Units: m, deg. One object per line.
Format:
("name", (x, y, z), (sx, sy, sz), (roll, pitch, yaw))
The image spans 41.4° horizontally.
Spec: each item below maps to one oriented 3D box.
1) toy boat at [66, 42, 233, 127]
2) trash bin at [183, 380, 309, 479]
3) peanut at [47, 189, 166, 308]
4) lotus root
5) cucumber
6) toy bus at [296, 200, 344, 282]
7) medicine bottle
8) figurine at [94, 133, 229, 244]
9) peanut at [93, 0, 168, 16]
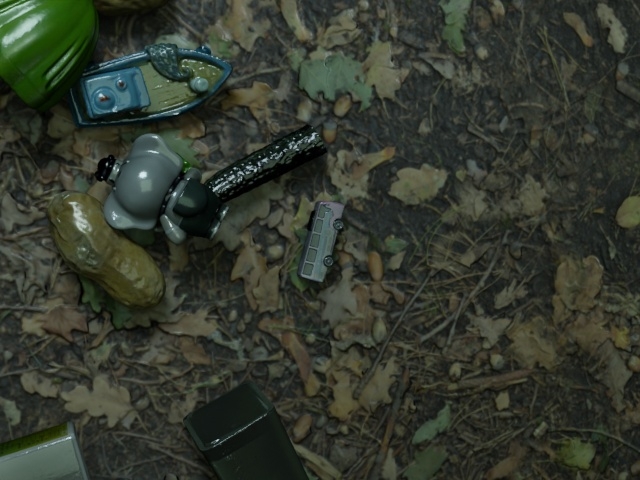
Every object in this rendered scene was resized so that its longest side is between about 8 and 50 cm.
("toy boat", (-0.241, -0.225, 1.215), (0.238, 0.098, 0.109), (-16, 101, -17))
("trash bin", (-0.087, 0.356, 1.269), (0.122, 0.164, 0.240), (-29, 102, -14))
("peanut", (-0.309, 0.019, 1.217), (0.099, 0.099, 0.214), (-48, 112, -10))
("lotus root", (-0.357, -0.285, 1.116), (0.186, 0.186, 0.186), (-1, 94, -18))
("cucumber", (-0.095, -0.107, 1.291), (0.215, 0.058, 0.052), (-29, 131, -10))
("toy bus", (0.000, 0.000, 1.341), (0.052, 0.037, 0.130), (15, 90, -14))
("medicine bottle", (-0.425, 0.350, 1.197), (0.188, 0.088, 0.132), (-16, 98, -16))
("figurine", (-0.227, -0.066, 1.204), (0.192, 0.126, 0.147), (28, 80, -10))
("peanut", (-0.316, -0.374, 1.181), (0.226, 0.095, 0.108), (12, 86, -18))
